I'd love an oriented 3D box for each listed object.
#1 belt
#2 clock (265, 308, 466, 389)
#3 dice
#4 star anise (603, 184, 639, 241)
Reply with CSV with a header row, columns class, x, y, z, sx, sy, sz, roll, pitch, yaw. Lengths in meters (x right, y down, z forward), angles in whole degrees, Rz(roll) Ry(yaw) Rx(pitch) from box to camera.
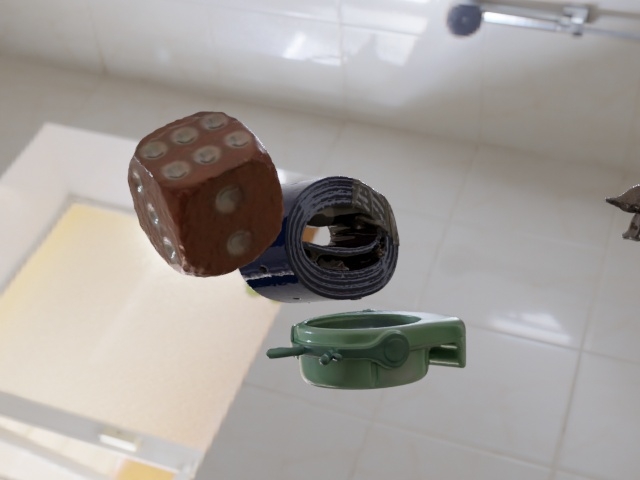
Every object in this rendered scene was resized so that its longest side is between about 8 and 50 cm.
class,x,y,z,sx,sy,sz,roll,pitch,yaw
belt,0.000,0.000,1.705,0.347,0.117,0.212,-2,-95,-55
clock,0.042,0.116,1.074,0.211,0.159,0.066,-5,-86,-46
dice,-0.164,-0.068,1.459,0.175,0.174,0.179,-23,-46,-24
star anise,0.537,-0.052,1.565,0.208,0.172,0.063,56,-162,-38
